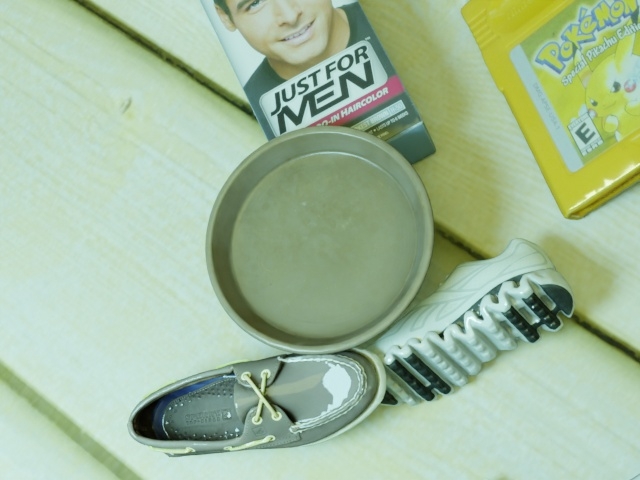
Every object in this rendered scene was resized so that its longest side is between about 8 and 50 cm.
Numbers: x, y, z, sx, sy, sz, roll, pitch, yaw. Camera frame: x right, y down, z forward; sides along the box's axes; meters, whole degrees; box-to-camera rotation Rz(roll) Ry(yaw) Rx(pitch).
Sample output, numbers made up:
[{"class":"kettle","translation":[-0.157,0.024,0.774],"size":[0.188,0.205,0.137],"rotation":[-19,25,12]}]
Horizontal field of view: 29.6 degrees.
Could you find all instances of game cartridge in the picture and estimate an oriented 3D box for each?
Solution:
[{"class":"game cartridge","translation":[0.341,-0.232,1.457],"size":[0.285,0.053,0.323],"rotation":[-37,66,31]}]

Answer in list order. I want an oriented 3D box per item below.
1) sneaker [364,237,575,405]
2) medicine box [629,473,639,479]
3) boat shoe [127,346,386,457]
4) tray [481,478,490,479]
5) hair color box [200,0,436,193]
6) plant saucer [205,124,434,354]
[{"class":"sneaker","translation":[0.157,0.100,1.454],"size":[0.292,0.110,0.118],"rotation":[-29,43,12]},{"class":"medicine box","translation":[0.371,0.393,1.248],"size":[0.263,0.149,0.289],"rotation":[-30,69,-8]},{"class":"boat shoe","translation":[-0.080,0.194,1.439],"size":[0.324,0.097,0.116],"rotation":[-15,78,27]},{"class":"tray","translation":[0.233,0.415,1.367],"size":[0.145,0.030,0.270],"rotation":[-44,68,-2]},{"class":"hair color box","translation":[-0.017,-0.242,1.586],"size":[0.185,0.113,0.374],"rotation":[-28,68,6]},{"class":"plant saucer","translation":[0.000,0.000,1.432],"size":[0.278,0.041,0.278],"rotation":[-4,75,15]}]
